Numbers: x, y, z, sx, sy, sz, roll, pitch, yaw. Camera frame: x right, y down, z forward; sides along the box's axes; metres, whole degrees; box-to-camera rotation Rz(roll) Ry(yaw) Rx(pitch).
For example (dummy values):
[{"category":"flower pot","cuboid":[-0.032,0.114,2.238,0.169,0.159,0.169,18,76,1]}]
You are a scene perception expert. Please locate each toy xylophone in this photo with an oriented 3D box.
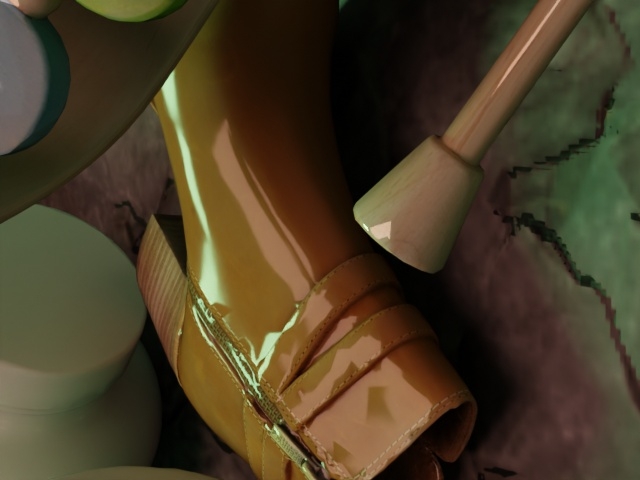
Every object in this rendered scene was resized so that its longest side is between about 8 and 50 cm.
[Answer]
[{"category":"toy xylophone","cuboid":[-0.020,-0.132,0.306,0.236,0.081,0.323,32,109,11]}]

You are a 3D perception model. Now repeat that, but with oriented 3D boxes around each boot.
[{"category":"boot","cuboid":[0.000,0.000,0.426,0.152,0.073,0.197,52,145,38]}]

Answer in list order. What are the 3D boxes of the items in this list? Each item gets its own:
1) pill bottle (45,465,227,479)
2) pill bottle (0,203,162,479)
[{"category":"pill bottle","cuboid":[-0.082,0.255,0.481,0.176,0.176,0.319,45,129,41]},{"category":"pill bottle","cuboid":[-0.160,0.107,0.591,0.146,0.146,0.264,57,136,32]}]
